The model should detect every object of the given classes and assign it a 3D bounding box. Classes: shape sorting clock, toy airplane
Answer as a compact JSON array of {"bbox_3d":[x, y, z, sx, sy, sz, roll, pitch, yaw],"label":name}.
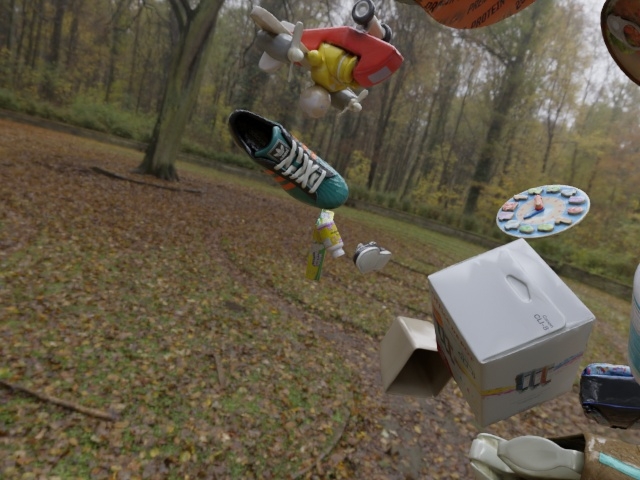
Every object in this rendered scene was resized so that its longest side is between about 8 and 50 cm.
[{"bbox_3d":[0.535,-0.073,1.042,0.040,0.206,0.206,56,-9,-24],"label":"shape sorting clock"},{"bbox_3d":[-0.019,-0.472,1.162,0.386,0.272,0.384,11,1,-16],"label":"toy airplane"}]

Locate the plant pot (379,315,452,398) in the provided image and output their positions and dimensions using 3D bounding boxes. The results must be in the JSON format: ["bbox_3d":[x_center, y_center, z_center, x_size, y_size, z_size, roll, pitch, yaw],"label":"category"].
[{"bbox_3d":[0.162,0.194,0.737,0.109,0.109,0.096,14,27,-23],"label":"plant pot"}]

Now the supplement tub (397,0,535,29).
[{"bbox_3d":[0.067,-0.322,0.319,0.193,0.193,0.316,5,53,-46],"label":"supplement tub"}]

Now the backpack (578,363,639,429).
[{"bbox_3d":[0.700,0.376,1.008,0.158,0.117,0.173,-6,-37,32],"label":"backpack"}]

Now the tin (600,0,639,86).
[{"bbox_3d":[0.309,-0.148,0.348,0.106,0.040,0.190,44,18,-52],"label":"tin"}]

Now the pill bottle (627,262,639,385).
[{"bbox_3d":[0.477,0.096,0.534,0.146,0.146,0.264,25,-28,46],"label":"pill bottle"}]

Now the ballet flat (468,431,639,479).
[{"bbox_3d":[0.293,0.324,0.606,0.124,0.116,0.342,28,-30,-1],"label":"ballet flat"}]

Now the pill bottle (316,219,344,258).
[{"bbox_3d":[0.025,-0.002,0.984,0.043,0.083,0.043,-23,-2,-1],"label":"pill bottle"}]

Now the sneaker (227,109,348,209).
[{"bbox_3d":[-0.072,-0.166,0.899,0.302,0.108,0.121,35,3,0],"label":"sneaker"}]

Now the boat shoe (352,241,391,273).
[{"bbox_3d":[0.074,0.022,0.668,0.038,0.046,0.125,36,17,23],"label":"boat shoe"}]

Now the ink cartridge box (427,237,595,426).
[{"bbox_3d":[0.219,0.114,0.519,0.127,0.176,0.128,-21,44,-1],"label":"ink cartridge box"}]

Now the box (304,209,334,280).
[{"bbox_3d":[0.000,0.000,1.096,0.043,0.179,0.105,11,26,2],"label":"box"}]
